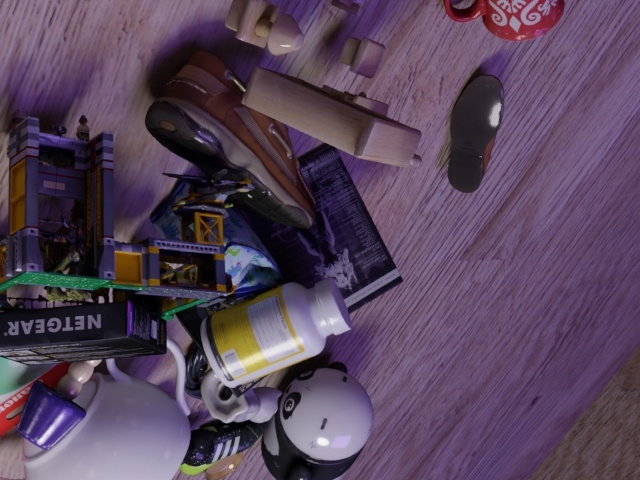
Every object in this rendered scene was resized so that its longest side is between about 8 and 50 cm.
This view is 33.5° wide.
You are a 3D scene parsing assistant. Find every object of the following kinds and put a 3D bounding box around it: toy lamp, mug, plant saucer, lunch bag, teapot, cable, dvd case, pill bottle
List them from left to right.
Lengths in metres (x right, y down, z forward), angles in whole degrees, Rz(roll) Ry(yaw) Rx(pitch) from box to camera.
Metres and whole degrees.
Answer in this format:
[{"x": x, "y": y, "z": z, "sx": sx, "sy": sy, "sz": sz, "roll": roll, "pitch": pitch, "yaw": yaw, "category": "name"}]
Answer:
[{"x": -0.312, "y": 0.269, "z": 1.452, "sx": 0.252, "sy": 0.187, "sz": 0.256, "roll": -25, "pitch": -155, "yaw": 40, "category": "teapot"}, {"x": -0.287, "y": 0.137, "z": 1.349, "sx": 0.274, "sy": 0.080, "sz": 0.080, "roll": -58, "pitch": 152, "yaw": -13, "category": "toy lamp"}, {"x": -0.158, "y": 0.189, "z": 1.676, "sx": 0.150, "sy": 0.047, "sz": 0.184, "roll": -37, "pitch": 152, "yaw": 1, "category": "cable"}, {"x": -0.180, "y": 0.408, "z": 1.947, "sx": 0.083, "sy": 0.015, "sz": 0.083, "roll": -28, "pitch": 146, "yaw": -21, "category": "plant saucer"}, {"x": -0.127, "y": 0.004, "z": 1.385, "sx": 0.096, "sy": 0.129, "sz": 0.151, "roll": -47, "pitch": 151, "yaw": 17, "category": "lunch bag"}, {"x": -0.057, "y": 0.117, "z": 1.405, "sx": 0.184, "sy": 0.103, "sz": 0.103, "roll": -23, "pitch": 150, "yaw": 8, "category": "pill bottle"}, {"x": 0.000, "y": 0.000, "z": 1.478, "sx": 0.164, "sy": 0.221, "sz": 0.018, "roll": -30, "pitch": -173, "yaw": -19, "category": "dvd case"}, {"x": 0.240, "y": -0.347, "z": 1.381, "sx": 0.150, "sy": 0.113, "sz": 0.169, "roll": -39, "pitch": 146, "yaw": -8, "category": "mug"}]

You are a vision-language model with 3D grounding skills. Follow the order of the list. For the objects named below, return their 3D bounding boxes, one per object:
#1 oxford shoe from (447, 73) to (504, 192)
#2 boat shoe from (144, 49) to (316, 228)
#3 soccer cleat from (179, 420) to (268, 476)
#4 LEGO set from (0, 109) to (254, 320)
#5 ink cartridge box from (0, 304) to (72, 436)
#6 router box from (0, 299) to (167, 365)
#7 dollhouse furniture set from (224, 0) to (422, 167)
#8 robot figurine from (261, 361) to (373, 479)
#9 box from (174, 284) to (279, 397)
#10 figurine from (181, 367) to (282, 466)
[{"x": 0.244, "y": -0.178, "z": 1.656, "sx": 0.212, "sy": 0.076, "sz": 0.076, "roll": 99, "pitch": 18, "yaw": -44, "category": "oxford shoe"}, {"x": -0.082, "y": -0.115, "z": 1.291, "sx": 0.120, "sy": 0.123, "sz": 0.324, "roll": -67, "pitch": 151, "yaw": -13, "category": "boat shoe"}, {"x": -0.169, "y": 0.341, "z": 1.838, "sx": 0.179, "sy": 0.060, "sz": 0.072, "roll": -30, "pitch": 135, "yaw": -19, "category": "soccer cleat"}, {"x": -0.254, "y": -0.026, "z": 1.186, "sx": 0.331, "sy": 0.192, "sz": 0.255, "roll": 5, "pitch": 163, "yaw": -29, "category": "LEGO set"}, {"x": -0.409, "y": 0.198, "z": 1.390, "sx": 0.181, "sy": 0.056, "sz": 0.224, "roll": -36, "pitch": 147, "yaw": -10, "category": "ink cartridge box"}, {"x": -0.280, "y": 0.108, "z": 1.216, "sx": 0.179, "sy": 0.046, "sz": 0.133, "roll": -6, "pitch": 165, "yaw": 9, "category": "router box"}, {"x": 0.078, "y": -0.276, "z": 1.167, "sx": 0.303, "sy": 0.174, "sz": 0.355, "roll": 4, "pitch": 111, "yaw": -61, "category": "dollhouse furniture set"}, {"x": -0.011, "y": 0.339, "z": 1.882, "sx": 0.174, "sy": 0.209, "sz": 0.278, "roll": -11, "pitch": 150, "yaw": -24, "category": "robot figurine"}, {"x": -0.097, "y": 0.111, "z": 1.537, "sx": 0.180, "sy": 0.147, "sz": 0.077, "roll": -35, "pitch": 149, "yaw": -10, "category": "box"}, {"x": -0.168, "y": 0.286, "z": 1.691, "sx": 0.215, "sy": 0.092, "sz": 0.209, "roll": -34, "pitch": 159, "yaw": 4, "category": "figurine"}]
